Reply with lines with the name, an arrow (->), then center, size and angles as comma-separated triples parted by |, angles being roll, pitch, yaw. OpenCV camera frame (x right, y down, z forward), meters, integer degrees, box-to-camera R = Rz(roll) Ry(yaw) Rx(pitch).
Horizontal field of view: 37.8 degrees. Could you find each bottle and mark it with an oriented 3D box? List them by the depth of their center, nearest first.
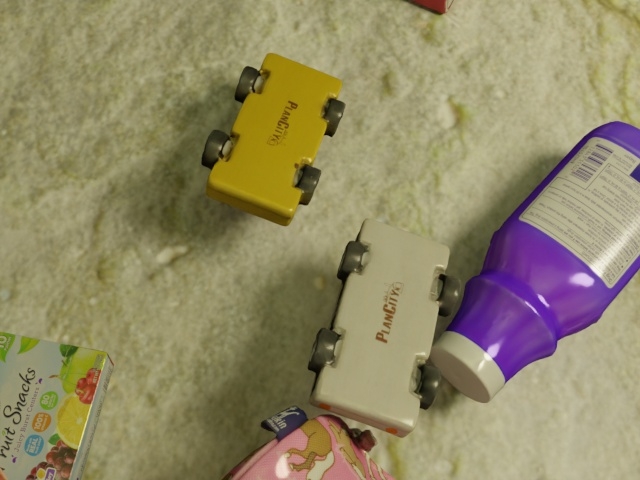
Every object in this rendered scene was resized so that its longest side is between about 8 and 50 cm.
bottle -> 0.209, 0.020, 0.822 | 0.118, 0.092, 0.283 | 39, 70, 16

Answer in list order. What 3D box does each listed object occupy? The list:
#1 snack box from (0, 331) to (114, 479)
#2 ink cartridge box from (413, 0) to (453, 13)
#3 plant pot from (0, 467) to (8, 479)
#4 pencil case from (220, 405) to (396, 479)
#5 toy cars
snack box -> -0.241, 0.155, 0.776 | 0.100, 0.037, 0.141 | 9, 65, 4
ink cartridge box -> 0.070, -0.362, 0.996 | 0.217, 0.092, 0.159 | 23, 66, 11
plant pot -> -0.287, 0.261, 0.601 | 0.272, 0.265, 0.273 | 1, 65, -2
pencil case -> 0.083, 0.289, 0.662 | 0.386, 0.160, 0.167 | 39, 99, 15
toy cars -> 0.000, 0.000, 0.812 | 0.176, 0.087, 0.394 | -13, 58, -27
